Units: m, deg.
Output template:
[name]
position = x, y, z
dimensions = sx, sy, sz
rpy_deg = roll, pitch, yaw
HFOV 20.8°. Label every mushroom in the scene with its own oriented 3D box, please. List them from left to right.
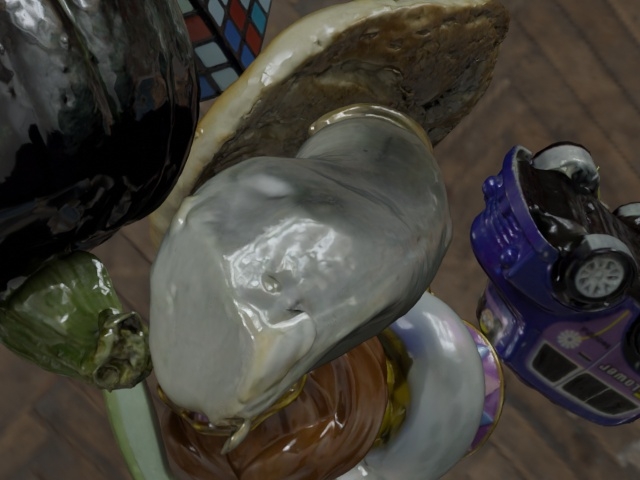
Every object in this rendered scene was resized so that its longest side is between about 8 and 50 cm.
[mushroom]
position = 0.002, 0.001, 0.851
dimensions = 0.109, 0.351, 0.097
rpy_deg = 22, 110, 10

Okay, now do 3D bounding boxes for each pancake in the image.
[pancake]
position = 0.006, -0.096, 1.569
dimensions = 0.387, 0.387, 0.082
rpy_deg = -30, 72, -15

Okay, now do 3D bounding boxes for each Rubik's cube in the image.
[Rubik's cube]
position = -0.171, -0.252, 1.782
dimensions = 0.182, 0.187, 0.184
rpy_deg = -13, 135, 23

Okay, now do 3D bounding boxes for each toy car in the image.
[toy car]
position = 0.209, 0.041, 1.421
dimensions = 0.235, 0.172, 0.158
rpy_deg = 36, 114, -25

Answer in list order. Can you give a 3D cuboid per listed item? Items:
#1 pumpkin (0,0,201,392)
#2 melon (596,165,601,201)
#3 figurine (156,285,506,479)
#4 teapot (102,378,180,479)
[pumpkin]
position = -0.186, -0.033, 0.912
dimensions = 0.296, 0.296, 0.296
rpy_deg = -8, 108, -24
[melon]
position = 0.289, -0.026, 1.992
dimensions = 0.053, 0.262, 0.114
rpy_deg = 25, 102, 13
[figurine]
position = 0.004, 0.085, 1.070
dimensions = 0.263, 0.142, 0.189
rpy_deg = 10, 84, -53
[teapot]
position = -0.037, 0.183, 1.823
dimensions = 0.322, 0.239, 0.239
rpy_deg = -13, 104, -30
